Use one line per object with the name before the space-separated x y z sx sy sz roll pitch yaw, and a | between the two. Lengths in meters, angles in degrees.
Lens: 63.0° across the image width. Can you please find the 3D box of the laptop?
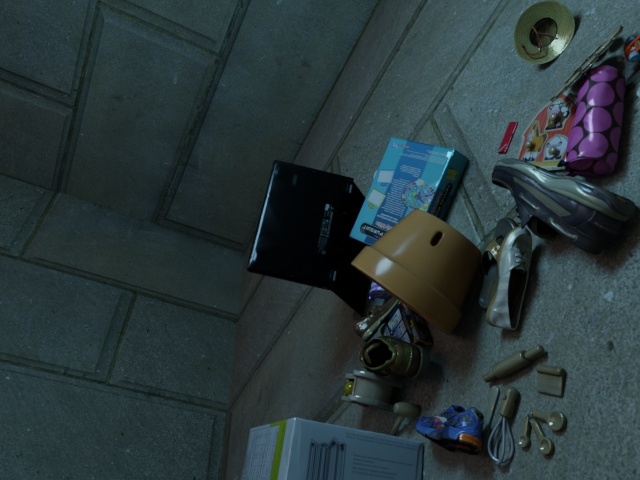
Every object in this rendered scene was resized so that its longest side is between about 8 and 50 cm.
laptop | 0.000 0.000 1.691 0.236 0.408 0.381 113 169 -66

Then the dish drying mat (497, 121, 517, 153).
dish drying mat | 0.473 -0.261 1.322 0.083 0.008 0.032 -70 18 3

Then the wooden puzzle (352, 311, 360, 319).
wooden puzzle | 0.129 0.248 1.788 0.083 0.006 0.049 -20 53 66

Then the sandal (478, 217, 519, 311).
sandal | 0.388 0.050 1.168 0.219 0.060 0.090 -71 19 -3

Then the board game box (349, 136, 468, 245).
board game box | 0.253 -0.120 1.542 0.254 0.079 0.336 27 95 50

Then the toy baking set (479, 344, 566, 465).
toy baking set | 0.368 0.319 1.004 0.256 0.030 0.196 -48 29 49

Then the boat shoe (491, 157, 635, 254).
boat shoe | 0.440 -0.073 1.037 0.355 0.132 0.130 -124 54 -68

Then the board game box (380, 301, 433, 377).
board game box | 0.231 0.261 1.424 0.170 0.048 0.141 -100 32 -55

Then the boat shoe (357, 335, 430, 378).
boat shoe | 0.159 0.291 1.356 0.307 0.104 0.110 152 132 -65

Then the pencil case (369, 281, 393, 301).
pencil case | 0.198 0.082 1.627 0.088 0.086 0.206 -15 53 37

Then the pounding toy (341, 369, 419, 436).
pounding toy | 0.126 0.432 1.380 0.269 0.154 0.154 -28 46 64

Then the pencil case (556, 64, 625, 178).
pencil case | 0.528 -0.227 1.015 0.098 0.095 0.209 113 174 -77

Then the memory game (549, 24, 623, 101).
memory game | 0.544 -0.362 1.074 0.186 0.012 0.186 -47 -4 -5

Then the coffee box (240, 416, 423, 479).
coffee box | 0.003 0.633 1.236 0.334 0.338 0.338 137 146 -56

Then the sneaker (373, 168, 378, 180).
sneaker | 0.243 -0.182 1.749 0.162 0.106 0.281 -47 29 44

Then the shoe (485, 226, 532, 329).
shoe | 0.404 0.080 1.082 0.058 0.077 0.219 -158 80 -68

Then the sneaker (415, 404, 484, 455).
sneaker | 0.281 0.397 1.114 0.087 0.083 0.221 -58 10 -22

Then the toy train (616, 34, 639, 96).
toy train | 0.614 -0.331 0.946 0.125 0.046 0.166 -49 25 50

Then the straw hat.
straw hat | 0.544 -0.504 1.271 0.061 0.144 0.144 -26 -29 -55

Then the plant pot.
plant pot | 0.249 0.062 1.261 0.203 0.291 0.291 -53 19 -2

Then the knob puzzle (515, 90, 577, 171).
knob puzzle | 0.511 -0.248 1.171 0.213 0.030 0.213 -55 24 39

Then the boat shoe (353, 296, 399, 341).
boat shoe | 0.166 0.214 1.517 0.178 0.060 0.064 -42 -20 -25
